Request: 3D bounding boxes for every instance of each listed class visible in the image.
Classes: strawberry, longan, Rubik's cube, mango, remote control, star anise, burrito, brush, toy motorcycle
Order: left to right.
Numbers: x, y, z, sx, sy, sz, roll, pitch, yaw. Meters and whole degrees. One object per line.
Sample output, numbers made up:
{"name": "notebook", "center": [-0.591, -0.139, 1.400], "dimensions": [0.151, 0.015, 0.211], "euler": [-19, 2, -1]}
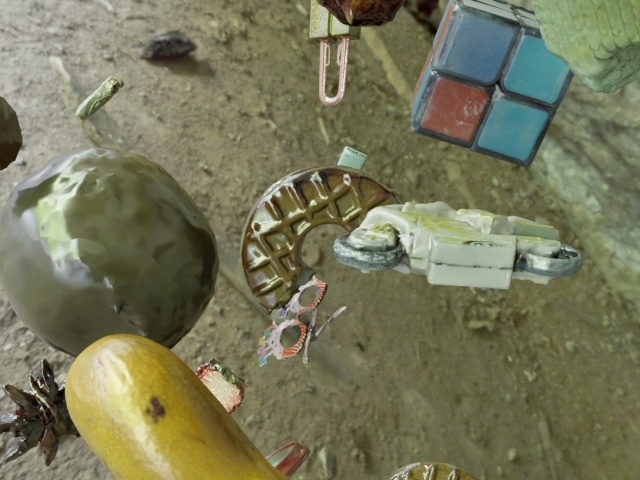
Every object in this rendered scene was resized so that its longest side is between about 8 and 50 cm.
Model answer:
{"name": "star anise", "center": [-0.596, 0.390, 1.340], "dimensions": [0.103, 0.271, 0.272], "euler": [15, 0, 41]}
{"name": "burrito", "center": [-0.566, -0.365, 1.544], "dimensions": [0.041, 0.149, 0.055], "euler": [48, -6, -20]}
{"name": "longan", "center": [-0.405, 0.037, 1.182], "dimensions": [0.435, 0.404, 0.404], "euler": [58, 25, -15]}
{"name": "mango", "center": [-0.143, 0.216, 0.612], "dimensions": [0.295, 0.177, 0.120], "euler": [42, 60, 14]}
{"name": "strawberry", "center": [-0.310, 0.445, 1.743], "dimensions": [0.167, 0.208, 0.087], "euler": [41, 12, 5]}
{"name": "brush", "center": [0.027, -0.389, 1.214], "dimensions": [0.047, 0.103, 0.233], "euler": [-2, 98, -56]}
{"name": "remote control", "center": [0.054, -0.143, 1.450], "dimensions": [0.061, 0.162, 0.029], "euler": [24, 27, -2]}
{"name": "toy motorcycle", "center": [0.187, 0.003, 0.872], "dimensions": [0.341, 0.107, 0.223], "euler": [3, 17, 0]}
{"name": "Rubik's cube", "center": [0.422, -0.409, 1.495], "dimensions": [0.317, 0.318, 0.313], "euler": [17, 30, 1]}

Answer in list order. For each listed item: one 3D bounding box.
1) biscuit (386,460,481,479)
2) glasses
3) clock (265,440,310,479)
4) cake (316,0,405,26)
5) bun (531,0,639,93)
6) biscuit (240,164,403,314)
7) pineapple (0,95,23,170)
{"name": "biscuit", "center": [0.261, 0.661, 1.344], "dimensions": [0.331, 0.332, 0.103], "euler": [62, 6, 21]}
{"name": "glasses", "center": [-0.045, 0.181, 1.359], "dimensions": [0.095, 0.162, 0.255], "euler": [48, 57, -34]}
{"name": "clock", "center": [-0.157, 0.661, 1.618], "dimensions": [0.080, 0.318, 0.318], "euler": [53, 27, 5]}
{"name": "cake", "center": [0.041, -0.414, 0.759], "dimensions": [0.199, 0.196, 0.292], "euler": [19, 80, -16]}
{"name": "bun", "center": [0.251, -0.187, 0.414], "dimensions": [0.212, 0.126, 0.203], "euler": [45, -8, 32]}
{"name": "biscuit", "center": [0.001, -0.019, 1.251], "dimensions": [0.115, 0.367, 0.268], "euler": [-115, -179, -78]}
{"name": "pineapple", "center": [-0.716, -0.190, 1.066], "dimensions": [0.165, 0.365, 0.165], "euler": [0, 90, -75]}
